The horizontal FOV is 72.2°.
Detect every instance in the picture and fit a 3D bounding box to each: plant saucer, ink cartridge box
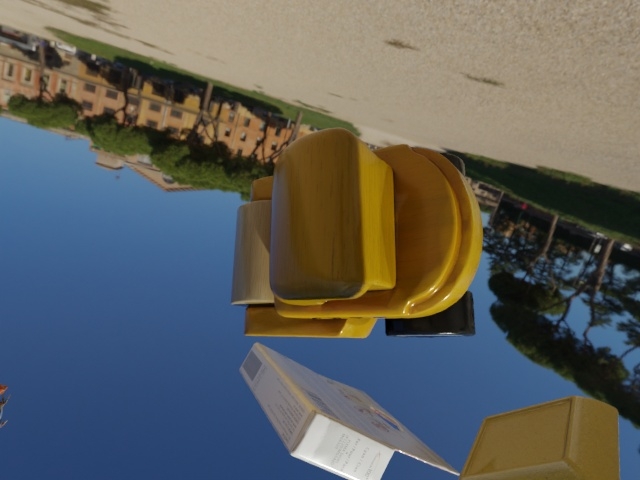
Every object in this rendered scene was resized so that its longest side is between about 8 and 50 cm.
[{"bbox_3d":[0.452,0.457,0.953,0.333,0.333,0.081,-24,-98,-54],"label":"plant saucer"},{"bbox_3d":[0.025,0.279,0.695,0.261,0.066,0.296,32,172,-21],"label":"ink cartridge box"}]

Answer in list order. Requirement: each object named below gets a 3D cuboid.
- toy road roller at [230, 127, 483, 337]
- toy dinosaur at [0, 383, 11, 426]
[{"bbox_3d":[0.000,0.000,0.472,0.329,0.202,0.240,-7,165,32],"label":"toy road roller"},{"bbox_3d":[-0.343,0.188,0.460,0.047,0.082,0.090,-21,-106,-48],"label":"toy dinosaur"}]
